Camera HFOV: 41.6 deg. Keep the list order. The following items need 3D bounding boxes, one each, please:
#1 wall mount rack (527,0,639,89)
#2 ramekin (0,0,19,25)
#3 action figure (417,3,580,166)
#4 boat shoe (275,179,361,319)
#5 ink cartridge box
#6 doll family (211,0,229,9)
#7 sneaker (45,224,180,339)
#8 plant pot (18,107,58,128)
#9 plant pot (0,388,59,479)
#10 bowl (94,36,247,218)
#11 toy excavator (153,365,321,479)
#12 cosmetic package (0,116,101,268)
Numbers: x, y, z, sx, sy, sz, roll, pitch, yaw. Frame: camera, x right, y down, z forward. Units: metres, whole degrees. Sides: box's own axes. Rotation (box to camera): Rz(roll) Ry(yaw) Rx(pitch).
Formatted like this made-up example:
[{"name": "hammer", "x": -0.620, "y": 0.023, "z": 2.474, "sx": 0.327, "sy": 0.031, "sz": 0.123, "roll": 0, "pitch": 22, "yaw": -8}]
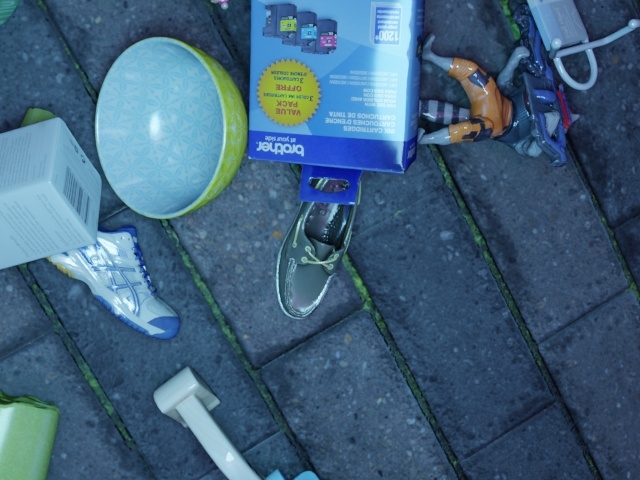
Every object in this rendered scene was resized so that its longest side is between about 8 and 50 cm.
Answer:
[{"name": "wall mount rack", "x": 0.418, "y": -0.439, "z": 1.486, "sx": 0.304, "sy": 0.130, "sz": 0.349, "roll": -21, "pitch": 88, "yaw": -37}, {"name": "ramekin", "x": -0.598, "y": -0.431, "z": 1.269, "sx": 0.304, "sy": 0.148, "sz": 0.303, "roll": 1, "pitch": 105, "yaw": 3}, {"name": "action figure", "x": 0.323, "y": -0.274, "z": 1.556, "sx": 0.330, "sy": 0.178, "sz": 0.341, "roll": 12, "pitch": 63, "yaw": -19}, {"name": "boat shoe", "x": -0.004, "y": -0.001, "z": 1.509, "sx": 0.109, "sy": 0.091, "sz": 0.304, "roll": 16, "pitch": 92, "yaw": -14}, {"name": "ink cartridge box", "x": 0.028, "y": -0.262, "z": 1.377, "sx": 0.270, "sy": 0.151, "sz": 0.395, "roll": 6, "pitch": 108, "yaw": 13}, {"name": "doll family", "x": -0.162, "y": -0.532, "z": 1.428, "sx": 0.163, "sy": 0.118, "sz": 0.262, "roll": -3, "pitch": 114, "yaw": -19}, {"name": "sneaker", "x": -0.337, "y": 0.045, "z": 1.430, "sx": 0.296, "sy": 0.112, "sz": 0.131, "roll": 42, "pitch": 85, "yaw": -14}, {"name": "plant pot", "x": -0.470, "y": -0.175, "z": 1.400, "sx": 0.083, "sy": 0.083, "sz": 0.079, "roll": 14, "pitch": 81, "yaw": -14}, {"name": "plant pot", "x": -0.545, "y": 0.368, "z": 1.356, "sx": 0.276, "sy": 0.276, "sz": 0.253, "roll": 20, "pitch": 79, "yaw": -14}, {"name": "bowl", "x": -0.218, "y": -0.184, "z": 1.395, "sx": 0.156, "sy": 0.290, "sz": 0.289, "roll": -11, "pitch": 101, "yaw": -55}, {"name": "toy excavator", "x": -0.082, "y": 0.458, "z": 1.451, "sx": 0.222, "sy": 0.433, "sz": 0.445, "roll": -36, "pitch": 130, "yaw": -7}, {"name": "cosmetic package", "x": -0.462, "y": -0.071, "z": 1.319, "sx": 0.184, "sy": 0.151, "sz": 0.151, "roll": -14, "pitch": 138, "yaw": 7}]
